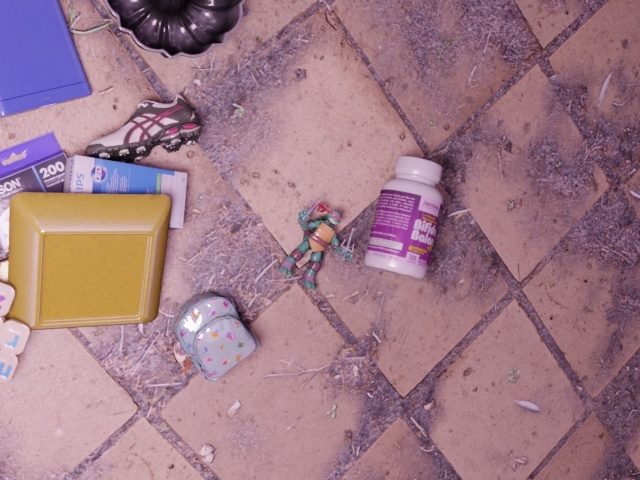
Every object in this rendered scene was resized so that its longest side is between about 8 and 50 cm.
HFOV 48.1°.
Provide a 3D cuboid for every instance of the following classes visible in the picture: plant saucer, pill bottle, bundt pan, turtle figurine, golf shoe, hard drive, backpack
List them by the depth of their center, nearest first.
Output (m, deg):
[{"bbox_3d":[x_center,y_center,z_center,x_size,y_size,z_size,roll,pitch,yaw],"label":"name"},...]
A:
[{"bbox_3d":[-0.642,-0.441,1.526,0.210,0.040,0.319,-26,103,-37],"label":"hard drive"},{"bbox_3d":[-0.491,0.065,1.545,0.332,0.081,0.333,-1,119,-27],"label":"plant saucer"},{"bbox_3d":[-0.343,-0.570,1.634,0.331,0.124,0.331,-2,94,-24],"label":"bundt pan"},{"bbox_3d":[-0.414,-0.250,1.646,0.273,0.105,0.120,-20,84,-27],"label":"golf shoe"},{"bbox_3d":[-0.255,0.222,1.704,0.166,0.144,0.188,-36,103,-12],"label":"backpack"},{"bbox_3d":[0.000,0.000,1.819,0.175,0.118,0.234,32,95,-7],"label":"turtle figurine"},{"bbox_3d":[0.228,-0.061,1.886,0.169,0.169,0.301,15,87,-24],"label":"pill bottle"}]

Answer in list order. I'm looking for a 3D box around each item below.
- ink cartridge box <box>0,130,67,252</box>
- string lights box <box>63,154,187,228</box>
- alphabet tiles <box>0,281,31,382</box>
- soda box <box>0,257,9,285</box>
[{"bbox_3d":[-0.638,-0.109,1.571,0.206,0.045,0.208,-27,101,-20],"label":"ink cartridge box"},{"bbox_3d":[-0.438,-0.104,1.612,0.259,0.077,0.133,7,85,-34],"label":"string lights box"},{"bbox_3d":[-0.761,0.188,1.492,0.284,0.021,0.278,23,100,-10],"label":"alphabet tiles"},{"bbox_3d":[-0.634,0.050,1.570,0.181,0.061,0.058,-23,101,-21],"label":"soda box"}]
